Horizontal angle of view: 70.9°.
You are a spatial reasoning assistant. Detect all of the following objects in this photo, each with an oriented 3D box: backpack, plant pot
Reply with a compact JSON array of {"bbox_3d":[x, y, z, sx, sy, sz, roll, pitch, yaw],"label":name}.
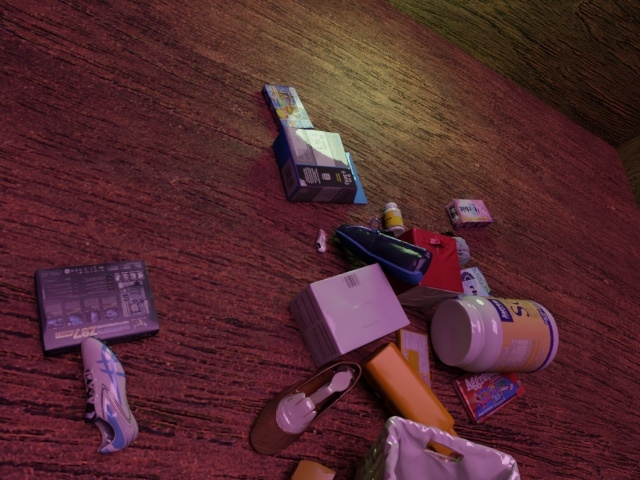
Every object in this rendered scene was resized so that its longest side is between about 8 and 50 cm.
[{"bbox_3d":[0.460,0.043,1.634,0.182,0.152,0.115,5,64,-44],"label":"backpack"},{"bbox_3d":[-0.029,0.555,1.039,0.083,0.081,0.081,34,49,4],"label":"plant pot"}]

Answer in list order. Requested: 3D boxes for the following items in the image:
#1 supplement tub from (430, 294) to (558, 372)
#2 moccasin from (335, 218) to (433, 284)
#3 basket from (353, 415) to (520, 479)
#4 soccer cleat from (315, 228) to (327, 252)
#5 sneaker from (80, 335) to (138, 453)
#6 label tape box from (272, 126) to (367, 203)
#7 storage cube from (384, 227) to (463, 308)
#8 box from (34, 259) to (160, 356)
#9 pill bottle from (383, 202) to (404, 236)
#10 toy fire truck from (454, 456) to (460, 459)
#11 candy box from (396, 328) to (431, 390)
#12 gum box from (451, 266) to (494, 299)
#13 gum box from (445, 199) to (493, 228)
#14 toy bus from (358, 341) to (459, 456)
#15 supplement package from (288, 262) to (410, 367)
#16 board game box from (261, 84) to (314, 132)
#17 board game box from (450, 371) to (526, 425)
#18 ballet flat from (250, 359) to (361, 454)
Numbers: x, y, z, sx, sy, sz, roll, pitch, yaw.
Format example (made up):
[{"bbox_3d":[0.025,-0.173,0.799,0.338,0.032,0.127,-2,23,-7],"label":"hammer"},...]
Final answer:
[{"bbox_3d":[0.549,0.300,1.437,0.332,0.241,0.240,7,58,-22],"label":"supplement tub"},{"bbox_3d":[0.196,0.025,1.390,0.342,0.137,0.116,31,73,37],"label":"moccasin"},{"bbox_3d":[0.241,0.622,0.969,0.329,0.266,0.331,21,38,-5],"label":"basket"},{"bbox_3d":[0.000,0.000,1.437,0.036,0.029,0.083,8,62,-33],"label":"soccer cleat"},{"bbox_3d":[-0.440,0.309,0.907,0.086,0.085,0.237,-15,84,-56],"label":"sneaker"},{"bbox_3d":[0.025,-0.256,1.563,0.334,0.106,0.240,-1,63,-32],"label":"label tape box"},{"bbox_3d":[0.322,0.096,1.459,0.184,0.215,0.192,12,62,-26],"label":"storage cube"},{"bbox_3d":[-0.501,0.145,1.014,0.233,0.059,0.183,-6,65,-35],"label":"box"},{"bbox_3d":[0.262,-0.076,1.623,0.065,0.065,0.116,11,56,-26],"label":"pill bottle"},{"bbox_3d":[0.375,0.691,1.223,0.192,0.047,0.135,-16,71,-38],"label":"toy fire truck"},{"bbox_3d":[0.285,0.379,1.375,0.105,0.027,0.205,20,54,-21],"label":"candy box"},{"bbox_3d":[0.546,0.184,1.652,0.185,0.041,0.156,-5,65,-35],"label":"gum box"},{"bbox_3d":[0.611,-0.109,1.861,0.189,0.062,0.107,-2,63,-33],"label":"gum box"},{"bbox_3d":[0.247,0.441,1.227,0.108,0.130,0.332,-36,83,-19],"label":"toy bus"},{"bbox_3d":[0.080,0.206,1.279,0.262,0.145,0.203,-13,70,-37],"label":"supplement package"},{"bbox_3d":[-0.121,-0.485,1.662,0.136,0.035,0.201,-9,67,-35],"label":"board game box"},{"bbox_3d":[0.557,0.481,1.481,0.282,0.027,0.144,-12,67,-36],"label":"board game box"},{"bbox_3d":[-0.018,0.394,1.114,0.343,0.124,0.116,-22,75,-39],"label":"ballet flat"}]
